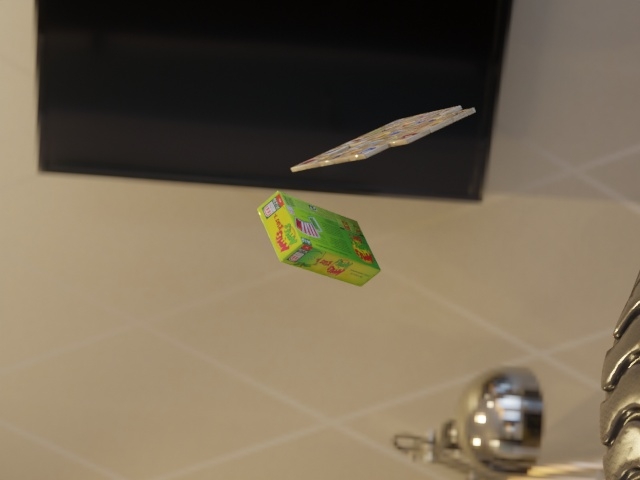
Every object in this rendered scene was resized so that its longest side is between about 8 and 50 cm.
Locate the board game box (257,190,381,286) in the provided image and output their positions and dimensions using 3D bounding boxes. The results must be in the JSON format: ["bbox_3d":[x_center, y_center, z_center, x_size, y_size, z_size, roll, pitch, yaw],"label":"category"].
[{"bbox_3d":[0.000,0.000,1.688,0.181,0.043,0.092,19,-141,-50],"label":"board game box"}]

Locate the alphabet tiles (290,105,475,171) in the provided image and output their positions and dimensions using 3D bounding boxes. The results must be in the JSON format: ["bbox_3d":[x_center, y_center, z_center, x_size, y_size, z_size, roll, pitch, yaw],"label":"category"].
[{"bbox_3d":[0.096,-0.141,1.661,0.237,0.198,0.009,-4,109,60],"label":"alphabet tiles"}]

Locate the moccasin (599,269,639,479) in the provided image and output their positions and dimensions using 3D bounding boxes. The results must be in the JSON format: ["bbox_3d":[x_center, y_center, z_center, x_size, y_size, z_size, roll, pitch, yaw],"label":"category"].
[{"bbox_3d":[0.293,0.041,0.851,0.139,0.147,0.380,-47,19,56],"label":"moccasin"}]
